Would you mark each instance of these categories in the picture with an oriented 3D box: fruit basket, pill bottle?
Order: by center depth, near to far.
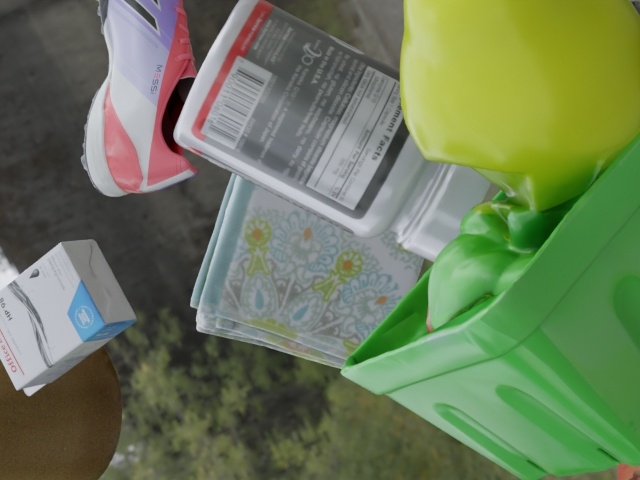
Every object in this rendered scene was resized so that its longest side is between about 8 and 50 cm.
[{"bbox_3d":[0.160,-0.059,0.961,0.392,0.392,0.283,64,154,3],"label":"fruit basket"},{"bbox_3d":[0.019,-0.102,1.262,0.283,0.161,0.161,27,-177,-4],"label":"pill bottle"}]

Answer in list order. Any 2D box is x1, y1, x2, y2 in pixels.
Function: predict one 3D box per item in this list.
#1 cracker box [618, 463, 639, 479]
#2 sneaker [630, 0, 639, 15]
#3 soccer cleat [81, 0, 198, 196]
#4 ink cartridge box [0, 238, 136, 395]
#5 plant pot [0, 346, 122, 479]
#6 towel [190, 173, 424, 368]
[{"bbox_3d":[0.402,0.236,1.251,0.067,0.232,0.155,65,-159,-19],"label":"cracker box"},{"bbox_3d":[0.412,-0.175,1.391,0.125,0.140,0.341,44,-168,-35],"label":"sneaker"},{"bbox_3d":[-0.173,-0.200,1.403,0.108,0.117,0.318,44,-134,-61],"label":"soccer cleat"},{"bbox_3d":[-0.297,0.089,1.419,0.104,0.180,0.060,59,-155,11],"label":"ink cartridge box"},{"bbox_3d":[-0.411,0.211,1.592,0.254,0.237,0.237,0,-120,-58],"label":"plant pot"},{"bbox_3d":[0.000,0.000,2.026,0.090,0.321,0.374,-162,90,-78],"label":"towel"}]
